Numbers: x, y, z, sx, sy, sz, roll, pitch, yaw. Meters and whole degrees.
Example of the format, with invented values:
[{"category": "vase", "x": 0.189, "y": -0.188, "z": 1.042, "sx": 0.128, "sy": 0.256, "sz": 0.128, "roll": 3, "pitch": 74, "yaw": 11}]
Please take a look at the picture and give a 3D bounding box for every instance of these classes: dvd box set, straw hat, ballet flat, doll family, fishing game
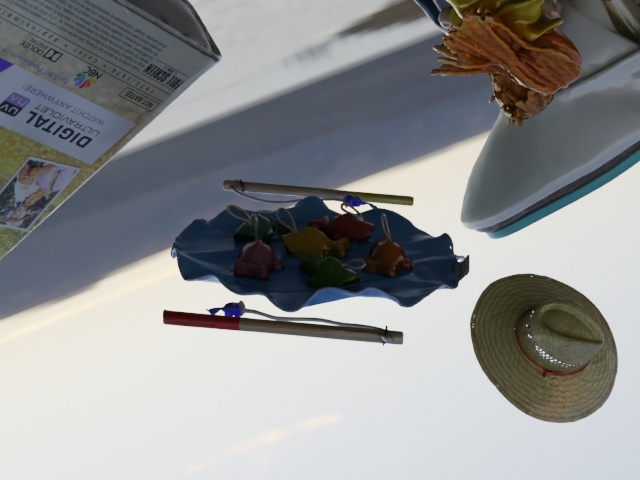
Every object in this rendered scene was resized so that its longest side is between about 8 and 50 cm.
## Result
[{"category": "dvd box set", "x": -0.305, "y": -0.047, "z": 0.948, "sx": 0.420, "sy": 0.062, "sz": 0.307, "roll": -40, "pitch": 147, "yaw": 18}, {"category": "straw hat", "x": 0.205, "y": 0.082, "z": 1.321, "sx": 0.144, "sy": 0.144, "sz": 0.061, "roll": -24, "pitch": 167, "yaw": -28}, {"category": "ballet flat", "x": 0.234, "y": -0.148, "z": 0.991, "sx": 0.400, "sy": 0.139, "sz": 0.139, "roll": -31, "pitch": -179, "yaw": 24}, {"category": "doll family", "x": 0.087, "y": -0.144, "z": 0.886, "sx": 0.118, "sy": 0.163, "sz": 0.263, "roll": -41, "pitch": -177, "yaw": -4}, {"category": "fishing game", "x": 0.000, "y": 0.000, "z": 0.964, "sx": 0.189, "sy": 0.041, "sz": 0.264, "roll": 6, "pitch": -161, "yaw": 7}]
